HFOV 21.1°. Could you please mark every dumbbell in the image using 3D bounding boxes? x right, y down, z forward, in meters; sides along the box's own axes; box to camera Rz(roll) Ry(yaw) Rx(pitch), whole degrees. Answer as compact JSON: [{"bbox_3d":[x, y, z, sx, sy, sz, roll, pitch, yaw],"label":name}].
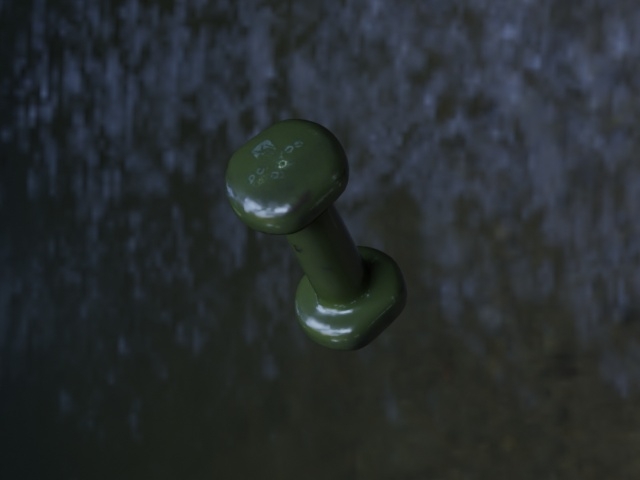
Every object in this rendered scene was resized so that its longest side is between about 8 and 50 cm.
[{"bbox_3d":[0.000,0.000,0.721,0.046,0.052,0.118,45,170,36],"label":"dumbbell"}]
